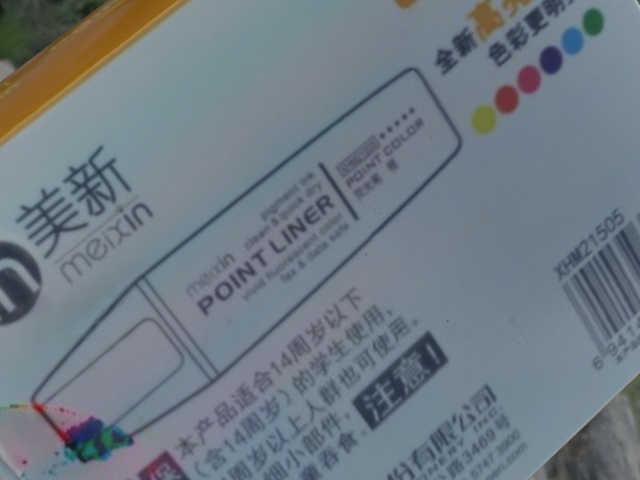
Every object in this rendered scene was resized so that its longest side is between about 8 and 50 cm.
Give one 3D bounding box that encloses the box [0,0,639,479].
[{"bbox_3d":[0.000,0.000,0.445,0.274,0.091,0.221,-39,112,-15],"label":"box"}]
